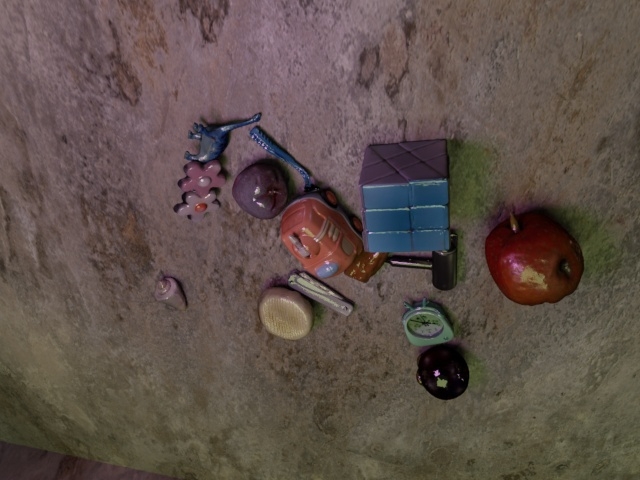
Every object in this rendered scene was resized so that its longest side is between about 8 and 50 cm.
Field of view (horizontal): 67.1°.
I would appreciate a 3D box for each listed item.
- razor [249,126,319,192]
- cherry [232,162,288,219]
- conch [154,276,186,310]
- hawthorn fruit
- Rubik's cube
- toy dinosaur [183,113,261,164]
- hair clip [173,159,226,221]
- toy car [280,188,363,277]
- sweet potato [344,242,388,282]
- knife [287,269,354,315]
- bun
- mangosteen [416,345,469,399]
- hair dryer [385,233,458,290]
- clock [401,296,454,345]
[{"bbox_3d":[-0.104,-0.233,1.402,0.253,0.042,0.082,41,162,-17],"label":"razor"},{"bbox_3d":[-0.175,-0.142,1.427,0.176,0.140,0.176,28,137,30],"label":"cherry"},{"bbox_3d":[-0.568,0.204,1.839,0.104,0.094,0.176,-19,149,10],"label":"conch"},{"bbox_3d":[0.586,0.051,1.340,0.258,0.258,0.262,-42,73,35],"label":"hawthorn fruit"},{"bbox_3d":[0.230,-0.120,1.294,0.231,0.221,0.225,-2,127,15],"label":"Rubik's cube"},{"bbox_3d":[-0.322,-0.284,1.387,0.144,0.076,0.329,17,137,-43],"label":"toy dinosaur"},{"bbox_3d":[-0.369,-0.152,1.481,0.146,0.075,0.257,0,149,-25],"label":"hair clip"},{"bbox_3d":[0.000,0.000,1.440,0.180,0.212,0.270,-31,120,30],"label":"toy car"},{"bbox_3d":[0.164,0.051,1.525,0.097,0.097,0.252,32,124,-12],"label":"sweet potato"},{"bbox_3d":[0.004,0.184,1.699,0.265,0.040,0.073,32,117,-12],"label":"knife"},{"bbox_3d":[-0.119,0.248,1.730,0.222,0.127,0.222,7,117,14],"label":"bun"},{"bbox_3d":[0.427,0.476,1.750,0.194,0.194,0.230,40,151,-18],"label":"mangosteen"},{"bbox_3d":[0.302,0.053,1.516,0.248,0.078,0.195,3,126,18],"label":"hair dryer"},{"bbox_3d":[0.362,0.273,1.667,0.159,0.066,0.211,-14,122,22],"label":"clock"}]
